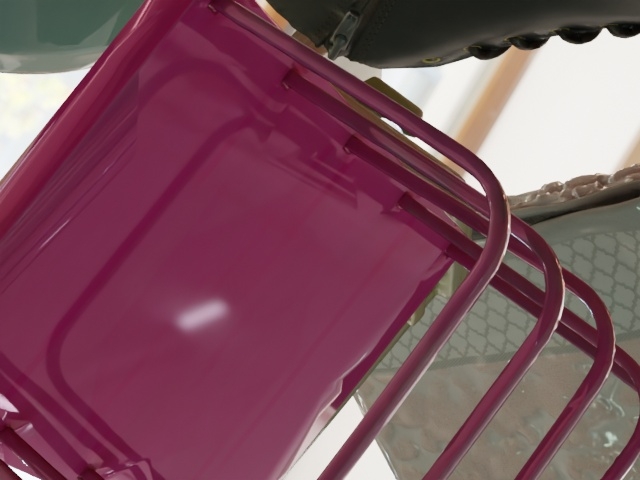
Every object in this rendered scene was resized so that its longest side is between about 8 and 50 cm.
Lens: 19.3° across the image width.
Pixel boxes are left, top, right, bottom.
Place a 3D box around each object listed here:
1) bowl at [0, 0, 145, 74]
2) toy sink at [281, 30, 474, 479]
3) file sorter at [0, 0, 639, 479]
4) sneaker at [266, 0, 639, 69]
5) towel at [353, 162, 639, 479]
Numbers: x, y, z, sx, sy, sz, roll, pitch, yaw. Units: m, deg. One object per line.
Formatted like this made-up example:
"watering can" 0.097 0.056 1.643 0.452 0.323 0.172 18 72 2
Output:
"bowl" -0.187 -0.205 1.108 0.311 0.163 0.311 9 -154 -5
"toy sink" 0.000 0.000 1.022 0.131 0.234 0.153 37 165 14
"file sorter" 0.006 0.065 0.760 0.182 0.202 0.291 37 177 31
"sneaker" 0.091 -0.090 0.566 0.222 0.118 0.083 22 -129 3
"towel" 0.161 0.110 1.226 0.053 0.332 0.317 -49 -64 -42
